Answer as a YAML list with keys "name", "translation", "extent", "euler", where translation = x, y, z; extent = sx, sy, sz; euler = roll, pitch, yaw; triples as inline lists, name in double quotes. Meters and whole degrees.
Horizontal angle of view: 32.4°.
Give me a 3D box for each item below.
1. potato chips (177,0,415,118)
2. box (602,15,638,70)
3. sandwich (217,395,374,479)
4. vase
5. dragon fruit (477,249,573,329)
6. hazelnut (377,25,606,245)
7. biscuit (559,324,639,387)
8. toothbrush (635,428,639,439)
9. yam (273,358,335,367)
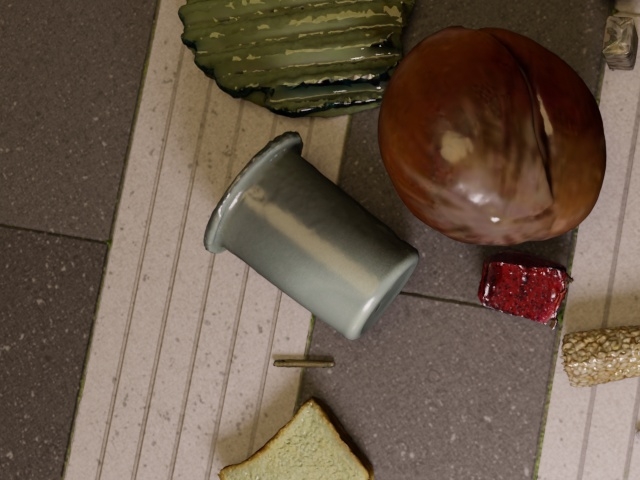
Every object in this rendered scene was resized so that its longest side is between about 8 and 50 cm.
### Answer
- name: "potato chips"
  translation: [-0.043, -0.382, 1.891]
  extent: [0.429, 0.070, 0.358]
  euler: [-4, 78, 15]
- name: "box"
  translation: [0.466, -0.304, 1.708]
  extent: [0.045, 0.098, 0.062]
  euler: [7, 82, 23]
- name: "sandwich"
  translation: [-0.036, 0.381, 1.779]
  extent: [0.214, 0.065, 0.186]
  euler: [-43, 74, 7]
- name: "vase"
  translation: [0.000, 0.000, 1.748]
  extent: [0.291, 0.245, 0.245]
  euler: [36, 93, 12]
- name: "dragon fruit"
  translation: [0.305, 0.068, 1.716]
  extent: [0.147, 0.096, 0.102]
  euler: [14, 97, -13]
- name: "hazelnut"
  translation: [0.250, -0.141, 1.629]
  extent: [0.372, 0.372, 0.315]
  euler: [36, 131, 18]
- name: "biscuit"
  translation: [0.447, 0.170, 1.660]
  extent: [0.168, 0.082, 0.070]
  euler: [-12, 54, 15]
- name: "toothbrush"
  translation: [0.587, 0.369, 1.618]
  extent: [0.286, 0.020, 0.025]
  euler: [38, 85, 17]
- name: "yam"
  translation: [-0.027, 0.205, 1.827]
  extent: [0.107, 0.014, 0.014]
  euler: [-1, 82, 17]
